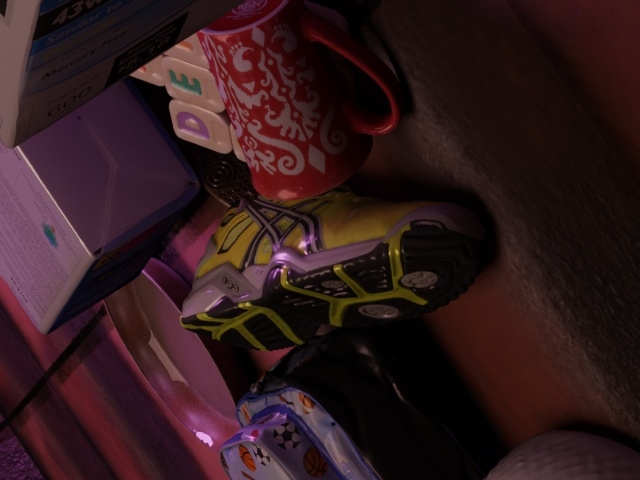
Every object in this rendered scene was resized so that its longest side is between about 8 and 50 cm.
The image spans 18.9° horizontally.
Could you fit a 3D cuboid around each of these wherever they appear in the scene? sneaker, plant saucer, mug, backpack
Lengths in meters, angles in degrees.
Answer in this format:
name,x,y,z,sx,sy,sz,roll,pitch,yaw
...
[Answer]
name,x,y,z,sx,sy,sz,roll,pitch,yaw
sneaker,0.000,0.000,1.754,0.145,0.147,0.385,21,158,-35
plant saucer,-0.177,0.136,2.455,0.310,0.050,0.310,46,157,26
sneaker,-0.106,-0.087,1.993,0.188,0.066,0.071,51,175,28
mug,-0.019,-0.141,1.637,0.113,0.150,0.169,-113,-1,-56
backpack,0.027,0.218,1.943,0.276,0.213,0.263,57,167,-4

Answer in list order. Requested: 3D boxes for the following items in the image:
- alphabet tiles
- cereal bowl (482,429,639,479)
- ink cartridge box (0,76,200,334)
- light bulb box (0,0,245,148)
name,x,y,z,sx,sy,sz,roll,pitch,yaw
alphabet tiles,-0.091,-0.175,1.743,0.278,0.021,0.284,22,145,23
cereal bowl,0.243,0.340,1.678,0.339,0.141,0.339,38,148,29
ink cartridge box,-0.299,-0.069,2.101,0.270,0.151,0.395,56,155,5
light bulb box,-0.122,-0.296,1.307,0.225,0.358,0.361,52,159,6
